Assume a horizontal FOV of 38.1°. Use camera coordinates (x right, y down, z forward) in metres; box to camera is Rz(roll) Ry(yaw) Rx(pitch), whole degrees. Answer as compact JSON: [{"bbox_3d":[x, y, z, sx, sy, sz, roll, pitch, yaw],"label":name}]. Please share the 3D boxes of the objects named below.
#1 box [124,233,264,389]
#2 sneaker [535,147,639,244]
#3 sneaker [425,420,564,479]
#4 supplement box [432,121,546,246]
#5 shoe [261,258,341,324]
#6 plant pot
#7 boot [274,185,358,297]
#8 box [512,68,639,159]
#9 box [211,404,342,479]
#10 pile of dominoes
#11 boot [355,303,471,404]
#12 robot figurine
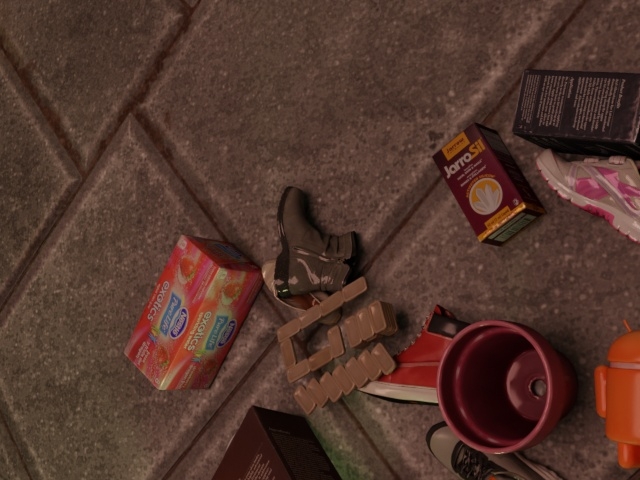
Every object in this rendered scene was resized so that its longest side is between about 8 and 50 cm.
[{"bbox_3d":[-0.263,0.155,1.954,0.142,0.154,0.300,37,105,35],"label":"box"},{"bbox_3d":[0.457,-0.087,1.458,0.252,0.103,0.111,37,102,29],"label":"sneaker"},{"bbox_3d":[0.280,0.374,1.518,0.271,0.108,0.100,26,102,39],"label":"sneaker"},{"bbox_3d":[0.288,-0.096,1.596,0.104,0.081,0.188,-40,61,27],"label":"supplement box"},{"bbox_3d":[-0.048,0.096,1.849,0.219,0.058,0.076,32,103,37],"label":"shoe"},{"bbox_3d":[0.312,0.229,1.466,0.201,0.180,0.201,-6,80,38],"label":"plant pot"},{"bbox_3d":[0.000,0.000,1.822,0.161,0.083,0.246,-8,62,17],"label":"boot"},{"bbox_3d":[0.431,-0.195,1.453,0.207,0.153,0.108,10,89,38],"label":"box"},{"bbox_3d":[-0.055,0.490,1.669,0.191,0.143,0.381,-62,33,15],"label":"box"},{"bbox_3d":[0.036,0.201,1.717,0.251,0.040,0.196,-34,55,31],"label":"pile of dominoes"},{"bbox_3d":[0.162,0.202,1.661,0.244,0.088,0.176,-4,71,41],"label":"boot"},{"bbox_3d":[0.487,0.227,1.363,0.128,0.158,0.219,3,84,-2],"label":"robot figurine"}]
